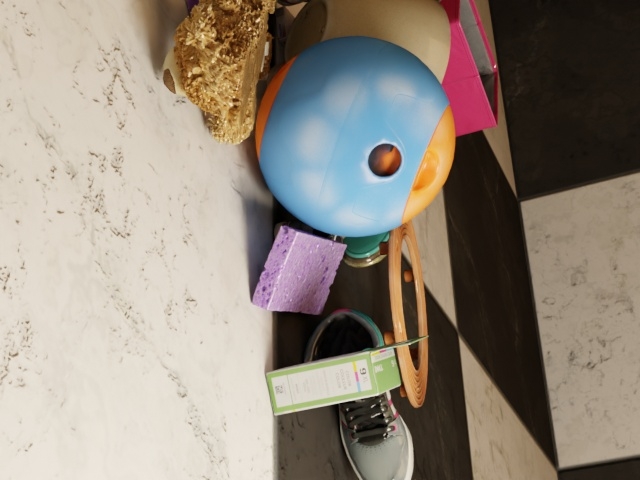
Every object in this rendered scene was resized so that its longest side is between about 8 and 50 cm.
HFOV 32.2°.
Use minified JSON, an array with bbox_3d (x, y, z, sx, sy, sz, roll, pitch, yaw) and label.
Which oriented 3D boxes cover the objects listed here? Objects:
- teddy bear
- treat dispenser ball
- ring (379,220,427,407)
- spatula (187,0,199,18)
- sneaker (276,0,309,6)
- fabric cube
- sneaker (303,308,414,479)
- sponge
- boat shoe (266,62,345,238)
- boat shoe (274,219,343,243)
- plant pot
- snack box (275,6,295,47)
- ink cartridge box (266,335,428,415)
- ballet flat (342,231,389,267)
[{"bbox_3d":[-0.130,-0.259,1.480,0.338,0.113,0.245,-79,173,-46],"label":"teddy bear"},{"bbox_3d":[0.049,-0.149,1.596,0.288,0.288,0.288,-14,90,-71],"label":"treat dispenser ball"},{"bbox_3d":[0.136,0.103,1.802,0.336,0.032,0.336,-6,90,-78],"label":"ring"},{"bbox_3d":[-0.130,-0.356,1.681,0.296,0.030,0.084,-48,123,-68],"label":"spatula"},{"bbox_3d":[-0.078,-0.473,1.754,0.305,0.114,0.152,18,43,-61],"label":"sneaker"},{"bbox_3d":[0.211,-0.366,2.310,0.254,0.258,0.259,-76,146,-53],"label":"fabric cube"},{"bbox_3d":[0.059,0.227,1.648,0.178,0.124,0.295,49,25,-62],"label":"sneaker"},{"bbox_3d":[-0.027,0.046,1.598,0.117,0.031,0.210,-69,160,2],"label":"sponge"},{"bbox_3d":[0.011,-0.150,1.800,0.123,0.116,0.324,-78,148,-53],"label":"boat shoe"},{"bbox_3d":[0.000,0.000,1.728,0.206,0.065,0.075,9,69,-65],"label":"boat shoe"},{"bbox_3d":[0.053,-0.308,1.847,0.191,0.284,0.284,19,53,-31],"label":"plant pot"},{"bbox_3d":[-0.033,-0.344,1.962,0.178,0.022,0.064,37,43,-61],"label":"snack box"},{"bbox_3d":[0.044,0.184,1.509,0.109,0.209,0.062,2,74,-70],"label":"ink cartridge box"},{"bbox_3d":[0.095,-0.058,1.997,0.348,0.123,0.123,-86,154,-43],"label":"ballet flat"}]
